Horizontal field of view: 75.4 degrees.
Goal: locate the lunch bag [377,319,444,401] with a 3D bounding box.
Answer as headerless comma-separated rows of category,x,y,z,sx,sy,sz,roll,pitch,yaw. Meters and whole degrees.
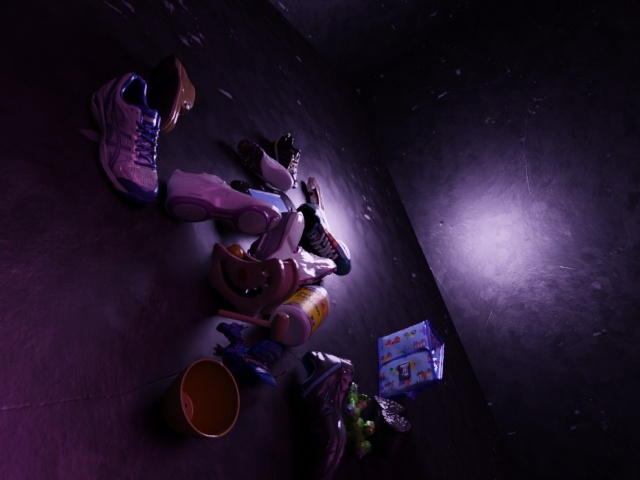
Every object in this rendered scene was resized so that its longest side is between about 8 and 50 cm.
lunch bag,0.323,0.459,1.490,0.138,0.221,0.293,53,25,-17

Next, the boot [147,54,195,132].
boot,-0.390,-0.378,1.122,0.115,0.112,0.305,51,22,-47

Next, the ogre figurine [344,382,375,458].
ogre figurine,0.105,0.519,1.166,0.118,0.097,0.197,-12,108,-77

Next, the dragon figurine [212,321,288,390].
dragon figurine,-0.134,0.262,0.880,0.289,0.144,0.085,41,44,-37

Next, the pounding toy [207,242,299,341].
pounding toy,-0.156,0.088,0.926,0.269,0.154,0.155,34,12,26

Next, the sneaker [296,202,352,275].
sneaker,0.000,0.000,1.488,0.302,0.108,0.121,59,24,12

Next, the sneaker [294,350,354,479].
sneaker,-0.010,0.435,1.036,0.139,0.125,0.341,25,38,-11

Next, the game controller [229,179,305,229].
game controller,-0.162,-0.103,1.315,0.319,0.067,0.166,4,61,-63

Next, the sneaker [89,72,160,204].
sneaker,-0.405,-0.227,0.895,0.112,0.131,0.296,-2,68,-65

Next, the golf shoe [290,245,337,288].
golf shoe,-0.045,0.071,1.315,0.140,0.115,0.306,63,23,10

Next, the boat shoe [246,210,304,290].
boat shoe,-0.146,0.042,1.138,0.116,0.099,0.319,76,32,-49

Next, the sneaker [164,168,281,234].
sneaker,-0.236,-0.108,1.053,0.305,0.114,0.152,14,42,-34

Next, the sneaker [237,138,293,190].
sneaker,-0.193,-0.254,1.416,0.237,0.085,0.086,40,-1,-29

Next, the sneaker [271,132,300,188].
sneaker,-0.120,-0.311,1.574,0.084,0.097,0.235,17,50,-57

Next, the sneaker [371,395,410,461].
sneaker,0.197,0.568,1.272,0.286,0.109,0.130,32,77,-81

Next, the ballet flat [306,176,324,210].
ballet flat,-0.025,-0.191,1.689,0.052,0.057,0.168,3,61,-51

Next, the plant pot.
plant pot,-0.227,0.291,0.743,0.134,0.095,0.134,45,30,-35

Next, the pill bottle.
pill bottle,-0.048,0.200,1.160,0.117,0.117,0.215,61,24,-3
